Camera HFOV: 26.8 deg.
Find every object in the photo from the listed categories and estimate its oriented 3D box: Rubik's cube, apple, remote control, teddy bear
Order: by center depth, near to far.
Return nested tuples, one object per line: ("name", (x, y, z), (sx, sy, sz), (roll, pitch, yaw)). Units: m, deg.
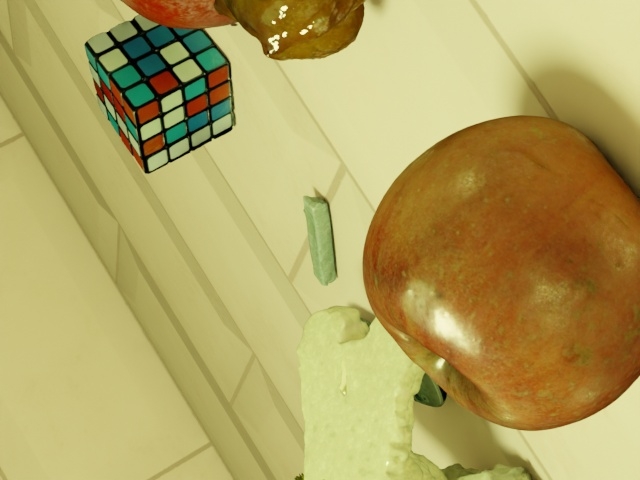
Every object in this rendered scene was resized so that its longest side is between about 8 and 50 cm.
("apple", (0.166, 0.023, 1.102), (0.253, 0.253, 0.253), (52, 161, 26))
("teddy bear", (0.153, 0.292, 1.707), (0.327, 0.362, 0.376), (-6, 75, 50))
("remote control", (0.090, 0.158, 1.801), (0.256, 0.045, 0.097), (28, 146, 55))
("Rubik's cube", (-0.225, -0.218, 1.900), (0.151, 0.154, 0.155), (52, 161, 27))

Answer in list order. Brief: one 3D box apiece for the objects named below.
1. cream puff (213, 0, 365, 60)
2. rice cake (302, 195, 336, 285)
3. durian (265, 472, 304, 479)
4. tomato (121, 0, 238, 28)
("cream puff", (-0.042, -0.295, 1.284), (0.241, 0.154, 0.269), (52, 168, 42))
("rice cake", (0.000, -0.001, 1.826), (0.033, 0.029, 0.171), (53, 162, 36))
("durian", (0.056, 0.515, 2.249), (0.158, 0.169, 0.352), (36, 149, 55))
("tomato", (-0.209, -0.387, 1.615), (0.338, 0.143, 0.338), (51, 158, 30))
